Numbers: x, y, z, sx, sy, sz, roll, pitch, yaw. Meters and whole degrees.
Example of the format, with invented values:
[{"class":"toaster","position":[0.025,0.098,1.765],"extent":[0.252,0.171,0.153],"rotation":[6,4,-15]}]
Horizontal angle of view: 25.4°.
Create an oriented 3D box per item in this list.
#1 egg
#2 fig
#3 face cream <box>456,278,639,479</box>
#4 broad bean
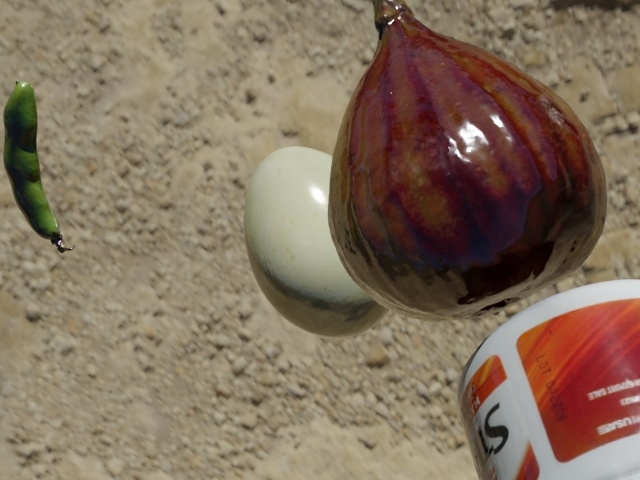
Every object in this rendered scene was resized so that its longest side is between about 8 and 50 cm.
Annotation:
[{"class":"egg","position":[0.000,0.000,1.773],"extent":[0.188,0.188,0.254],"rotation":[-25,83,6]},{"class":"fig","position":[0.074,-0.095,1.086],"extent":[0.217,0.217,0.321],"rotation":[-27,76,5]},{"class":"face cream","position":[0.212,0.155,1.002],"extent":[0.201,0.201,0.187],"rotation":[-21,51,8]},{"class":"broad bean","position":[-0.363,-0.090,1.787],"extent":[0.069,0.227,0.039],"rotation":[-7,19,21]}]
